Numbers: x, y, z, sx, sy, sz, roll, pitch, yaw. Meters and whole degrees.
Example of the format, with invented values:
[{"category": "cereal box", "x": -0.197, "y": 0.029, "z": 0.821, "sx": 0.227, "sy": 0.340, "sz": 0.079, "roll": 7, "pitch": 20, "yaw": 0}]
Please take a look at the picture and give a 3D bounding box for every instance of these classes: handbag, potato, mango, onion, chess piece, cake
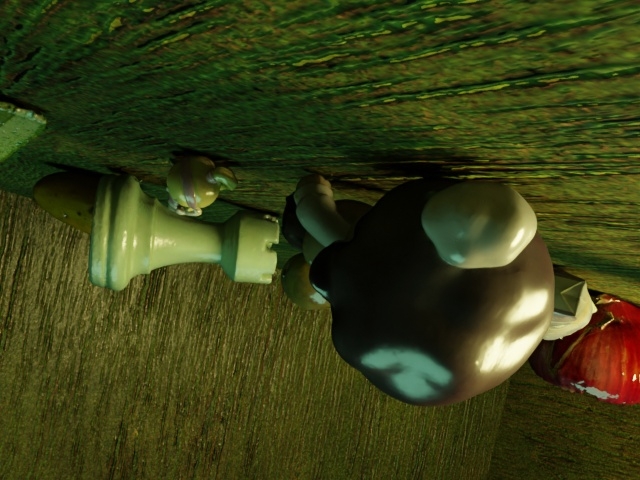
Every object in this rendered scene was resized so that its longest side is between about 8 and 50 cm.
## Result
[{"category": "handbag", "x": 0.327, "y": 0.089, "z": 1.234, "sx": 0.117, "sy": 0.095, "sz": 0.173, "roll": 16, "pitch": 173, "yaw": 26}, {"category": "potato", "x": -0.001, "y": 0.091, "z": 2.019, "sx": 0.154, "sy": 0.137, "sz": 0.200, "roll": -17, "pitch": -168, "yaw": -29}, {"category": "mango", "x": -0.436, "y": -0.069, "z": 1.611, "sx": 0.227, "sy": 0.109, "sz": 0.147, "roll": 14, "pitch": 179, "yaw": 25}, {"category": "onion", "x": 0.450, "y": 0.168, "z": 1.375, "sx": 0.248, "sy": 0.161, "sz": 0.248, "roll": 20, "pitch": -176, "yaw": -2}, {"category": "chess piece", "x": -0.224, "y": -0.001, "z": 1.436, "sx": 0.299, "sy": 0.194, "sz": 0.194, "roll": 7, "pitch": 177, "yaw": -10}, {"category": "cake", "x": -0.418, "y": -0.122, "z": 1.043, "sx": 0.100, "sy": 0.099, "sz": 0.235, "roll": 17, "pitch": 174, "yaw": -41}]

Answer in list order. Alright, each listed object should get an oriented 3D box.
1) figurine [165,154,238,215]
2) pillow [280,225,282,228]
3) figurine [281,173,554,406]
[{"category": "figurine", "x": -0.157, "y": -0.068, "z": 1.065, "sx": 0.083, "sy": 0.083, "sz": 0.187, "roll": 16, "pitch": 169, "yaw": -16}, {"category": "pillow", "x": 0.000, "y": 0.000, "z": 1.505, "sx": 0.130, "sy": 0.038, "sz": 0.232, "roll": 19, "pitch": 177, "yaw": -12}, {"category": "figurine", "x": 0.089, "y": 0.010, "z": 0.856, "sx": 0.218, "sy": 0.206, "sz": 0.365, "roll": 42, "pitch": -172, "yaw": -27}]
